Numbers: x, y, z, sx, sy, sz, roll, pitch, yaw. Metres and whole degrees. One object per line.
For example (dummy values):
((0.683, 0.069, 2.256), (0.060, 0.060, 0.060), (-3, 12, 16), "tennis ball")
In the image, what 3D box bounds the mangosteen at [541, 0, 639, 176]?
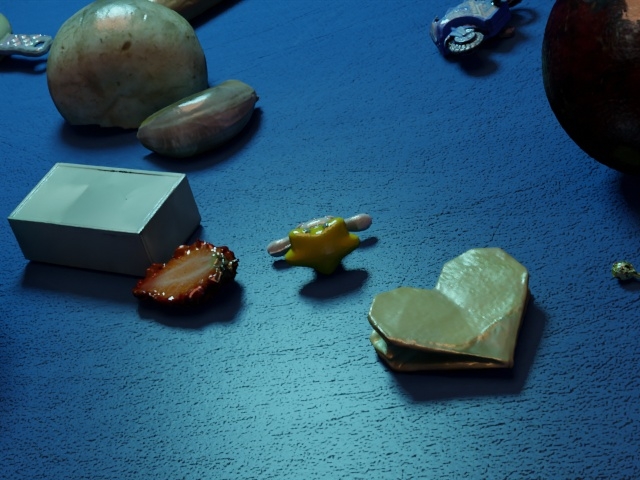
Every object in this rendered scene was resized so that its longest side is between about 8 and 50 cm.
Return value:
((0.420, -0.228, 1.725), (0.306, 0.306, 0.359), (-25, 6, -12), "mangosteen")

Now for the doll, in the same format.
((0.008, -0.002, 1.757), (0.135, 0.071, 0.113), (-24, 19, -21), "doll")

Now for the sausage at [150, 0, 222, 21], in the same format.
((-0.220, -0.440, 2.377), (0.289, 0.086, 0.086), (-38, 42, -26), "sausage")

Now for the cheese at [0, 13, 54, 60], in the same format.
((-0.595, -0.350, 2.405), (0.286, 0.082, 0.163), (6, 42, 22), "cheese")

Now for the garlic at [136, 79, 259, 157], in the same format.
((-0.175, -0.184, 2.033), (0.195, 0.087, 0.101), (-28, 26, -12), "garlic")

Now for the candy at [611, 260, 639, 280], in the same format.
((0.380, 0.045, 1.588), (0.083, 0.025, 0.023), (23, 93, 30), "candy")

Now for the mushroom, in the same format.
((-0.310, -0.300, 2.145), (0.253, 0.189, 0.195), (-7, 38, -2), "mushroom")

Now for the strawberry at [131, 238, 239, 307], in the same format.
((-0.171, 0.051, 1.758), (0.152, 0.048, 0.104), (-15, 41, 24), "strawberry")

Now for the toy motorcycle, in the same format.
((0.235, -0.343, 2.104), (0.114, 0.076, 0.205), (5, 40, 36), "toy motorcycle")

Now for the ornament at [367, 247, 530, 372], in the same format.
((0.170, 0.094, 1.570), (0.201, 0.059, 0.180), (-27, 41, -18), "ornament")

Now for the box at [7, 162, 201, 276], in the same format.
((-0.297, -0.029, 1.871), (0.225, 0.086, 0.129), (7, 43, 28), "box")
